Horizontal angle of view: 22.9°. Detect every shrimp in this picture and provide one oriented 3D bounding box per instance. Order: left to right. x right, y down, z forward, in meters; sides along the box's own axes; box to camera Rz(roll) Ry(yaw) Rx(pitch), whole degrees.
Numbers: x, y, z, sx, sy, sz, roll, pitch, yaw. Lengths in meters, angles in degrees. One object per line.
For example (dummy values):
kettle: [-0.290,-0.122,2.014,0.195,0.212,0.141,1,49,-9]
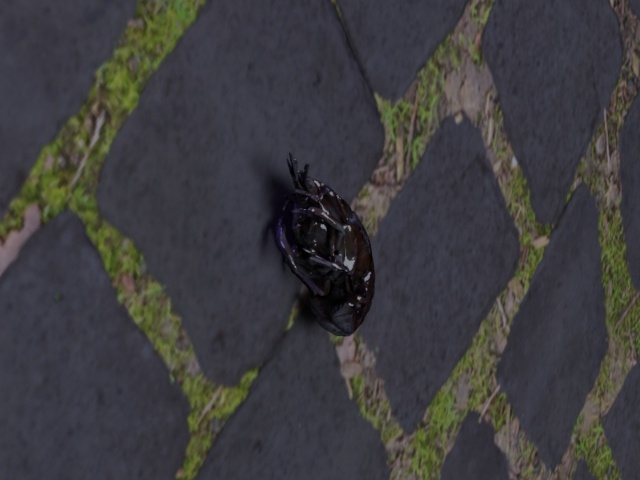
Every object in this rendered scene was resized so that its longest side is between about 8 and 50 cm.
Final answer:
shrimp: [0.000,0.000,1.066,0.065,0.057,0.165,-55,138,-23]
